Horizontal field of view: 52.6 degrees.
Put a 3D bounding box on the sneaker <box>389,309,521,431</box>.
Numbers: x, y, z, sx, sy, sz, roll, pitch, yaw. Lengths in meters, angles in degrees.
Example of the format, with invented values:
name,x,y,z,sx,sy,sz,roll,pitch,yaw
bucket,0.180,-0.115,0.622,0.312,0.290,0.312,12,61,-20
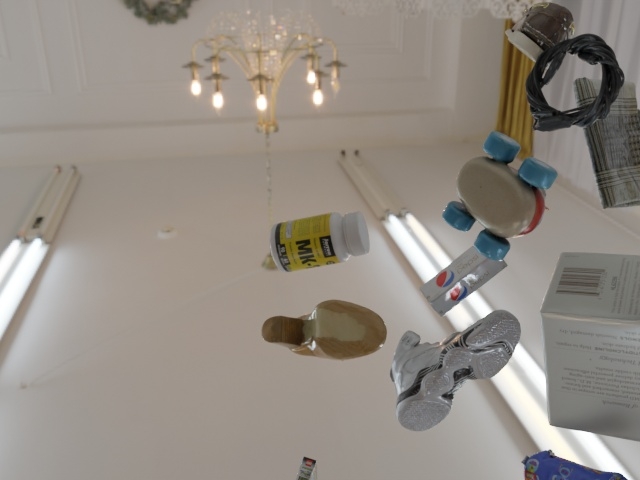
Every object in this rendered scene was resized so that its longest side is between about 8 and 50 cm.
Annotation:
name,x,y,z,sx,sy,sz,roll,pitch,yaw
sneaker,0.297,0.265,1.539,0.137,0.366,0.210,34,-163,-24

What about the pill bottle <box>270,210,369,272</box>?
name,x,y,z,sx,sy,sz,roll,pitch,yaw
pill bottle,0.000,0.000,1.486,0.209,0.119,0.119,-11,-159,17

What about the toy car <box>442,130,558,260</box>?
name,x,y,z,sx,sy,sz,roll,pitch,yaw
toy car,0.434,-0.091,1.415,0.238,0.219,0.210,3,-146,-39

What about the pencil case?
name,x,y,z,sx,sy,sz,roll,pitch,yaw
pencil case,0.685,0.650,1.725,0.119,0.133,0.306,16,171,-27

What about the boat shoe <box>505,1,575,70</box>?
name,x,y,z,sx,sy,sz,roll,pitch,yaw
boat shoe,0.424,-0.397,1.240,0.116,0.096,0.324,41,-157,2

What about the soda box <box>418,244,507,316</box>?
name,x,y,z,sx,sy,sz,roll,pitch,yaw
soda box,0.364,0.094,1.660,0.216,0.069,0.074,-40,-147,8

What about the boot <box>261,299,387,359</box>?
name,x,y,z,sx,sy,sz,roll,pitch,yaw
boot,0.055,0.179,1.226,0.295,0.104,0.211,-7,163,41

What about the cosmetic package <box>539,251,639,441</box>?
name,x,y,z,sx,sy,sz,roll,pitch,yaw
cosmetic package,0.803,0.280,1.767,0.328,0.393,0.329,2,-150,29

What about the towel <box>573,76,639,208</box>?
name,x,y,z,sx,sy,sz,roll,pitch,yaw
towel,0.726,-0.234,1.558,0.324,0.312,0.056,-8,174,-45

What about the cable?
name,x,y,z,sx,sy,sz,roll,pitch,yaw
cable,0.410,-0.256,1.043,0.047,0.150,0.184,10,173,-26

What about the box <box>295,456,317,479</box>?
name,x,y,z,sx,sy,sz,roll,pitch,yaw
box,-0.043,0.657,1.698,0.036,0.207,0.114,15,-124,11
